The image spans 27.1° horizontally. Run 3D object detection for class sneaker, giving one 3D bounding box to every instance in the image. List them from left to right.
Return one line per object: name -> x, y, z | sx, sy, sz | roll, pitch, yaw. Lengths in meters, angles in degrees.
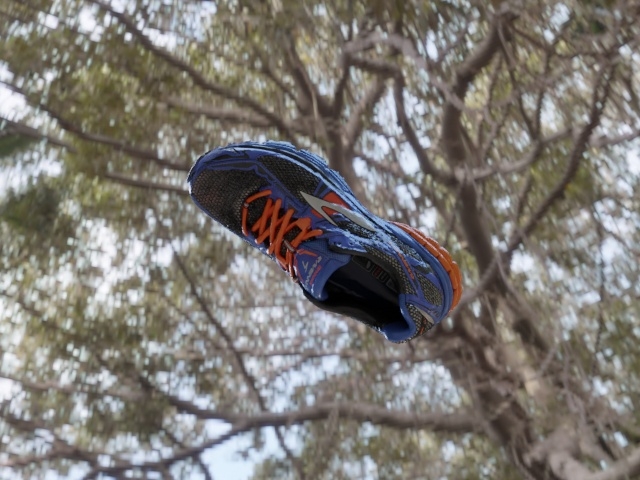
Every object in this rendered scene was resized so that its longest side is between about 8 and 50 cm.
sneaker -> 0.000, 0.000, 0.966 | 0.221, 0.087, 0.083 | 28, -61, 4
